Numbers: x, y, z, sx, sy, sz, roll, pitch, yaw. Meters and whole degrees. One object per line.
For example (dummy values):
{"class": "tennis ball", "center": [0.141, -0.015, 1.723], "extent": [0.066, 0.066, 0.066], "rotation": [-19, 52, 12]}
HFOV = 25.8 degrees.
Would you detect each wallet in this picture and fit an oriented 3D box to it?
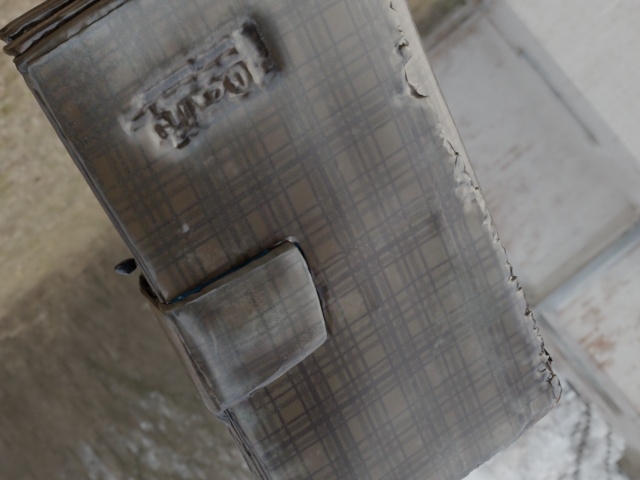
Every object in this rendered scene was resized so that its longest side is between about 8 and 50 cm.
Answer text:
{"class": "wallet", "center": [0.000, 0.000, 0.458], "extent": [0.124, 0.230, 0.042], "rotation": [-35, -146, -15]}
